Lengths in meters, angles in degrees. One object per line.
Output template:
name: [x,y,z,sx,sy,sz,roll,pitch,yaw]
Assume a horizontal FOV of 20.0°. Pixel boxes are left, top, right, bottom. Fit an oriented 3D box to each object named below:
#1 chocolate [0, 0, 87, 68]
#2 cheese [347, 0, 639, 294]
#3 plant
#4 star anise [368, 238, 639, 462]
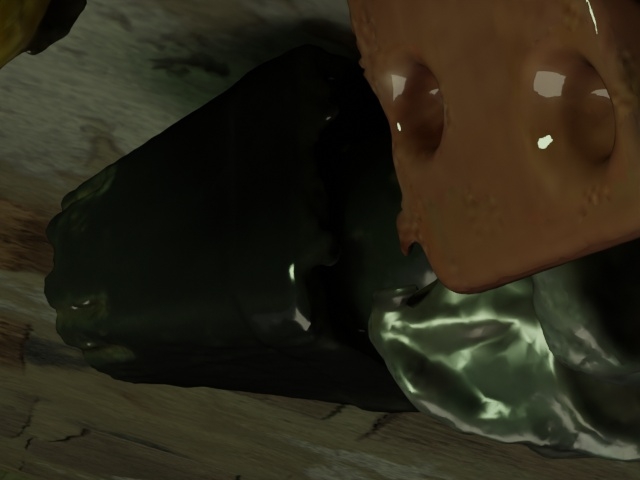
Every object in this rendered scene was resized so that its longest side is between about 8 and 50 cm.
chocolate: [-0.142,-0.170,0.451,0.162,0.162,0.445,16,161,0]
cheese: [0.106,-0.100,0.546,0.177,0.202,0.128,-11,171,-28]
plant: [0.000,0.000,0.850,0.256,0.141,0.164,-5,156,23]
star anise: [0.200,0.035,0.699,0.360,0.139,0.316,-9,171,5]
